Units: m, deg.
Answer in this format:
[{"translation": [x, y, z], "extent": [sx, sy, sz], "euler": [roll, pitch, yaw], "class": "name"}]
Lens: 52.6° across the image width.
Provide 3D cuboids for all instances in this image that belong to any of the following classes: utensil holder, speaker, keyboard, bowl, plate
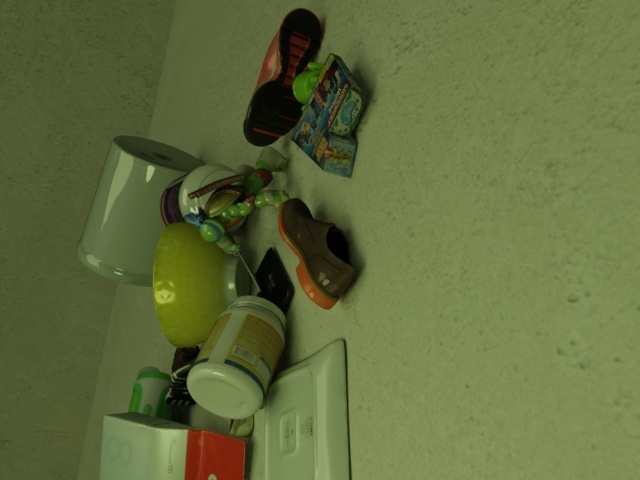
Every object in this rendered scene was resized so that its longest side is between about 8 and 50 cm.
[{"translation": [-0.558, -0.098, 2.053], "extent": [0.385, 0.327, 0.327], "euler": [-68, 27, 15], "class": "utensil holder"}, {"translation": [-0.462, 0.506, 1.721], "extent": [0.131, 0.131, 0.296], "euler": [-50, 28, 45], "class": "speaker"}, {"translation": [-0.103, 0.101, 1.371], "extent": [0.108, 0.023, 0.180], "euler": [-61, 29, 19], "class": "keyboard"}, {"translation": [-0.251, 0.097, 1.479], "extent": [0.289, 0.156, 0.289], "euler": [-4, -90, -81], "class": "bowl"}, {"translation": [-0.038, 0.332, 1.113], "extent": [0.278, 0.045, 0.277], "euler": [-39, 45, 53], "class": "plate"}]

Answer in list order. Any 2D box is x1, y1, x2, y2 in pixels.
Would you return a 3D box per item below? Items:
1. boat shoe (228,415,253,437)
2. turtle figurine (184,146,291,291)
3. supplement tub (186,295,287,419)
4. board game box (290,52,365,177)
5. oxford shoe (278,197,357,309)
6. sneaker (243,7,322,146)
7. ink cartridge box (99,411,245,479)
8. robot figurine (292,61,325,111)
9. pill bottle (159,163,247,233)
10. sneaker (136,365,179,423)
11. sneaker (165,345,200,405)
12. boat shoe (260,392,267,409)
[{"translation": [-0.176, 0.345, 1.385], "extent": [0.056, 0.048, 0.153], "euler": [-51, 37, 44], "class": "boat shoe"}, {"translation": [-0.136, -0.054, 1.390], "extent": [0.198, 0.274, 0.266], "euler": [105, -177, -48], "class": "turtle figurine"}, {"translation": [-0.150, 0.216, 1.218], "extent": [0.144, 0.144, 0.200], "euler": [-52, 10, 43], "class": "supplement tub"}, {"translation": [0.026, -0.214, 1.194], "extent": [0.194, 0.060, 0.194], "euler": [-62, 31, 31], "class": "board game box"}, {"translation": [0.000, 0.000, 1.148], "extent": [0.098, 0.097, 0.271], "euler": [-45, 41, 18], "class": "oxford shoe"}, {"translation": [-0.085, -0.359, 1.461], "extent": [0.314, 0.116, 0.136], "euler": [-67, 17, 8], "class": "sneaker"}, {"translation": [-0.331, 0.551, 1.378], "extent": [0.385, 0.091, 0.308], "euler": [-1, 83, 39], "class": "ink cartridge box"}, {"translation": [-0.015, -0.310, 1.311], "extent": [0.115, 0.067, 0.101], "euler": [-158, 72, -64], "class": "robot figurine"}, {"translation": [-0.293, -0.094, 1.657], "extent": [0.323, 0.181, 0.181], "euler": [-6, 74, 63], "class": "pill bottle"}, {"translation": [-0.474, 0.527, 1.884], "extent": [0.147, 0.104, 0.296], "euler": [103, 151, -45], "class": "sneaker"}, {"translation": [-0.339, 0.312, 1.675], "extent": [0.281, 0.106, 0.162], "euler": [-48, 36, 48], "class": "sneaker"}, {"translation": [-0.177, 0.244, 1.369], "extent": [0.277, 0.096, 0.098], "euler": [-123, 48, -61], "class": "boat shoe"}]
